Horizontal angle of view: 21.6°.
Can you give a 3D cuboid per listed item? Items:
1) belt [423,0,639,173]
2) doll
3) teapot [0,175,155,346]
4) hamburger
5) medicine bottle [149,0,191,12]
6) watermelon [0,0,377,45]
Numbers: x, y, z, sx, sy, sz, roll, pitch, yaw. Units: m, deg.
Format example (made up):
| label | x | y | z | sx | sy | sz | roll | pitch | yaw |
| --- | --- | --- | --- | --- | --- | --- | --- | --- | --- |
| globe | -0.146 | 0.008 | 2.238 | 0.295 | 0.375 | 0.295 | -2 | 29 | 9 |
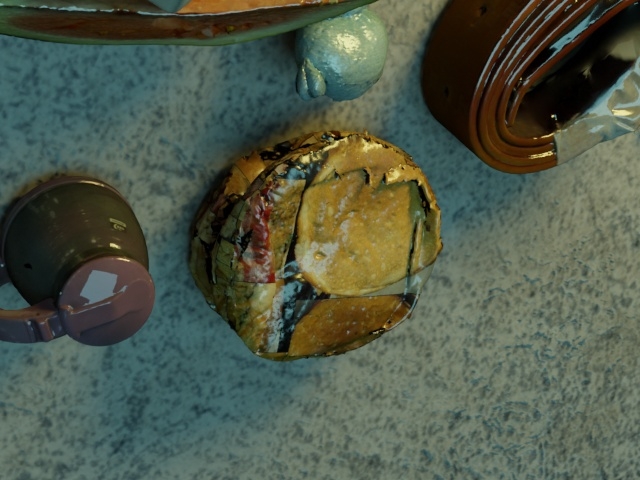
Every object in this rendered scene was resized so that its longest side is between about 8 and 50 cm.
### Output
| label | x | y | z | sx | sy | sz | roll | pitch | yaw |
| --- | --- | --- | --- | --- | --- | --- | --- | --- | --- |
| belt | 0.216 | -0.176 | 1.468 | 0.261 | 0.105 | 0.184 | -40 | 127 | -3 |
| doll | 0.007 | -0.202 | 1.378 | 0.120 | 0.075 | 0.180 | -20 | 104 | -51 |
| teapot | -0.202 | 0.022 | 1.338 | 0.148 | 0.146 | 0.116 | 4 | 113 | -27 |
| hamburger | 0.000 | 0.000 | 1.454 | 0.231 | 0.107 | 0.231 | -11 | 116 | -24 |
| medicine bottle | -0.033 | -0.314 | 1.193 | 0.324 | 0.124 | 0.179 | -44 | 157 | -31 |
| watermelon | -0.115 | -0.220 | 1.272 | 0.303 | 0.159 | 0.128 | -3 | 90 | -13 |
